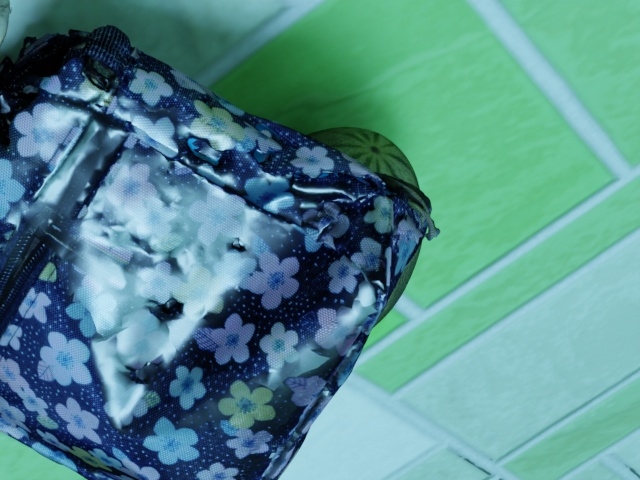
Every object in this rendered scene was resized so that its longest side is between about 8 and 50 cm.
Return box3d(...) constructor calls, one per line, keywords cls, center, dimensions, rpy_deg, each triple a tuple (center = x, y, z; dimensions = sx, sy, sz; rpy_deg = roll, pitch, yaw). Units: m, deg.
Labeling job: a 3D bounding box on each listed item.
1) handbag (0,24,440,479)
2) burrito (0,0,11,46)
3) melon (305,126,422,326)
box3d(cls="handbag", center=(-0.085, 0.020, 0.676), dimensions=(0.208, 0.127, 0.228), rpy_deg=(32, 122, -3))
box3d(cls="burrito", center=(-0.176, -0.056, 0.632), dimensions=(0.055, 0.041, 0.149), rpy_deg=(-1, 140, -52))
box3d(cls="melon", center=(0.000, 0.000, 0.769), dimensions=(0.098, 0.098, 0.130), rpy_deg=(2, 132, -34))
